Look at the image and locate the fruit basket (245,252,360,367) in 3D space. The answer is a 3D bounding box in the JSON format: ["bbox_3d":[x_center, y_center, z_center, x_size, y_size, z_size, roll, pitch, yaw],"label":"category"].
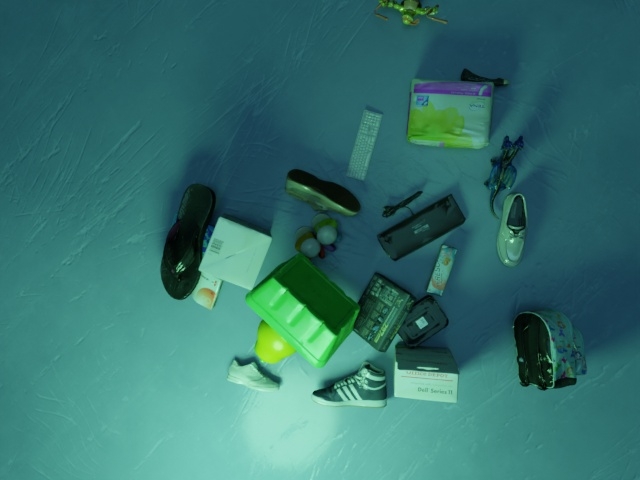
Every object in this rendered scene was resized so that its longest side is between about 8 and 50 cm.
[{"bbox_3d":[-0.089,0.281,1.837,0.391,0.283,0.393,22,132,26],"label":"fruit basket"}]

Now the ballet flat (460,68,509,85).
[{"bbox_3d":[0.592,-0.583,1.852,0.172,0.057,0.049,12,102,9],"label":"ballet flat"}]

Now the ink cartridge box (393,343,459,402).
[{"bbox_3d":[0.352,0.452,1.748,0.206,0.353,0.119,3,91,9],"label":"ink cartridge box"}]

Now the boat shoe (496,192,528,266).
[{"bbox_3d":[0.689,-0.037,1.828,0.096,0.088,0.268,8,91,8],"label":"boat shoe"}]

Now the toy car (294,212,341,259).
[{"bbox_3d":[0.000,0.000,1.915,0.182,0.159,0.136,-38,120,6],"label":"toy car"}]

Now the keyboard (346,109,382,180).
[{"bbox_3d":[0.165,-0.357,1.940,0.072,0.014,0.256,16,93,8],"label":"keyboard"}]

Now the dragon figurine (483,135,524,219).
[{"bbox_3d":[0.633,-0.225,1.807,0.085,0.144,0.290,15,93,8],"label":"dragon figurine"}]

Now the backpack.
[{"bbox_3d":[0.770,0.359,1.757,0.190,0.225,0.254,-9,84,-14],"label":"backpack"}]

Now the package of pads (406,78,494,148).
[{"bbox_3d":[0.463,-0.450,1.852,0.296,0.101,0.230,5,91,9],"label":"package of pads"}]

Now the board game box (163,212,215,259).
[{"bbox_3d":[-0.492,0.001,2.022,0.210,0.047,0.160,19,93,8],"label":"board game box"}]

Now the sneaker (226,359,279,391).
[{"bbox_3d":[-0.253,0.517,1.983,0.212,0.080,0.094,14,81,9],"label":"sneaker"}]

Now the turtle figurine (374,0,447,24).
[{"bbox_3d":[0.346,-0.870,1.873,0.269,0.087,0.218,14,85,17],"label":"turtle figurine"}]

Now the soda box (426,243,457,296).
[{"bbox_3d":[0.441,0.108,1.879,0.058,0.063,0.183,18,93,7],"label":"soda box"}]

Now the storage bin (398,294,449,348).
[{"bbox_3d":[0.363,0.296,1.882,0.180,0.084,0.122,-36,85,8],"label":"storage bin"}]

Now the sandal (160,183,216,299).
[{"bbox_3d":[-0.519,0.001,1.938,0.167,0.107,0.447,12,90,17],"label":"sandal"}]

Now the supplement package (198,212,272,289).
[{"bbox_3d":[-0.302,0.031,1.865,0.197,0.262,0.200,22,93,-9],"label":"supplement package"}]

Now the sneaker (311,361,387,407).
[{"bbox_3d":[0.108,0.530,1.912,0.281,0.099,0.153,2,96,1],"label":"sneaker"}]

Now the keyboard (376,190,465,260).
[{"bbox_3d":[0.353,-0.078,1.907,0.317,0.033,0.202,-29,93,7],"label":"keyboard"}]

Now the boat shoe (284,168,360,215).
[{"bbox_3d":[0.005,-0.161,1.930,0.302,0.109,0.098,25,133,7],"label":"boat shoe"}]

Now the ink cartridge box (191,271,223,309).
[{"bbox_3d":[-0.473,0.166,2.001,0.179,0.045,0.146,24,114,5],"label":"ink cartridge box"}]

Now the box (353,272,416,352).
[{"bbox_3d":[0.217,0.259,1.869,0.183,0.059,0.233,33,97,45],"label":"box"}]
